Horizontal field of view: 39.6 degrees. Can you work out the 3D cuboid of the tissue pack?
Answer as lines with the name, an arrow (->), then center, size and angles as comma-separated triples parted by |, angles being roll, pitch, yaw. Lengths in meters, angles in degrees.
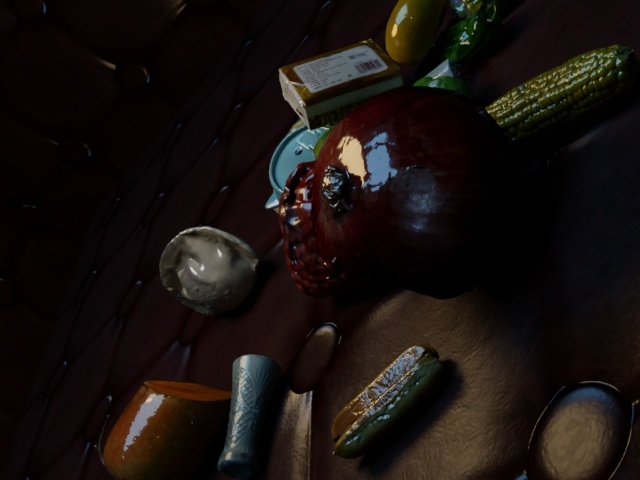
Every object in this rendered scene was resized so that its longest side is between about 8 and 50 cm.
tissue pack -> 0.041, -0.335, 1.882 | 0.226, 0.092, 0.183 | -22, 39, -8

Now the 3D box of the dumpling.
dumpling -> -0.264, 0.076, 2.068 | 0.243, 0.226, 0.175 | -61, 20, 10

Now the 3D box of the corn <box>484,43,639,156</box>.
corn -> 0.355, -0.211, 1.367 | 0.313, 0.102, 0.102 | -26, 37, 46

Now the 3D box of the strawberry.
strawberry -> -0.004, -0.018, 1.607 | 0.150, 0.254, 0.280 | -21, -4, -38

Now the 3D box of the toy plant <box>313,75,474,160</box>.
toy plant -> 0.156, -0.195, 1.692 | 0.315, 0.184, 0.224 | -30, 39, 20

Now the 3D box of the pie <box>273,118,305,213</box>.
pie -> -0.010, -0.202, 2.096 | 0.339, 0.077, 0.339 | -41, 30, 30

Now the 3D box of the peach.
peach -> 0.196, -0.446, 1.832 | 0.179, 0.103, 0.179 | -64, -1, -3

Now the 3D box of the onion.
onion -> 0.147, -0.077, 1.336 | 0.341, 0.341, 0.341 | -44, 26, 28

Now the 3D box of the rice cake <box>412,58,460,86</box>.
rice cake -> 0.199, -0.274, 1.799 | 0.221, 0.042, 0.080 | -35, 64, 39

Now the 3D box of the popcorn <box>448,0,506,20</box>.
popcorn -> 0.316, -0.505, 1.793 | 0.145, 0.126, 0.126 | 56, 129, 36

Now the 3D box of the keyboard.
keyboard -> 0.219, -0.376, 1.921 | 0.251, 0.017, 0.087 | -54, 2, 7

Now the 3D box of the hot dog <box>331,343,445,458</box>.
hot dog -> 0.095, 0.248, 1.330 | 0.236, 0.062, 0.092 | -45, 26, 20

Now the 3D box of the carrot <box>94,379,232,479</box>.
carrot -> -0.335, 0.417, 1.791 | 0.331, 0.214, 0.193 | -63, 19, -4

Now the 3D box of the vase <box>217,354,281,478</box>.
vase -> -0.135, 0.330, 1.654 | 0.096, 0.096, 0.219 | -36, 34, 41

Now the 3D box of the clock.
clock -> -0.008, -0.158, 1.902 | 0.223, 0.094, 0.274 | 33, 82, 40

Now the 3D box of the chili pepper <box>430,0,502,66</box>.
chili pepper -> 0.286, -0.398, 1.764 | 0.257, 0.074, 0.100 | 169, 114, -67
